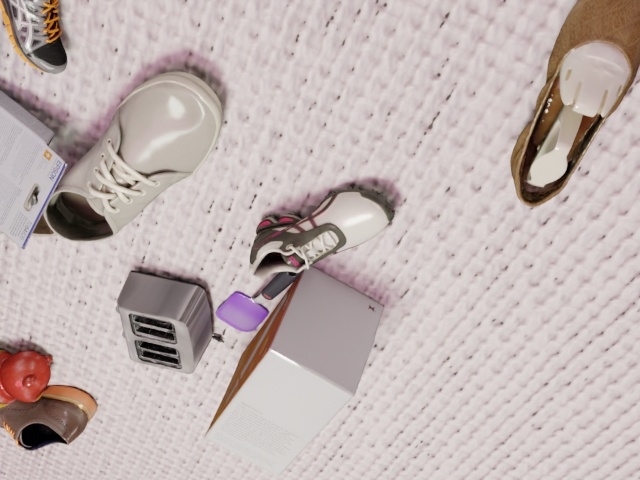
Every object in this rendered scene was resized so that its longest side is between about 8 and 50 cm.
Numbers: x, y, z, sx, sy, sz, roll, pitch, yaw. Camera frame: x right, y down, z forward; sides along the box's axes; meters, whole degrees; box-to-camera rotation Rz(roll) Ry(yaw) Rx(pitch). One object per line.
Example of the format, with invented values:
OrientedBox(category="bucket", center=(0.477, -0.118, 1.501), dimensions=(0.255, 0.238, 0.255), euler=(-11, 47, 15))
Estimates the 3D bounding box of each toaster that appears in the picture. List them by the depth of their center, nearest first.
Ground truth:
OrientedBox(category="toaster", center=(-0.296, 0.160, 1.806), dimensions=(0.185, 0.110, 0.168), euler=(11, 136, 12))

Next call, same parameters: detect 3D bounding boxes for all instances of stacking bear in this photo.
OrientedBox(category="stacking bear", center=(-0.745, 0.321, 2.114), dimensions=(0.289, 0.175, 0.164), euler=(-11, 109, 19))

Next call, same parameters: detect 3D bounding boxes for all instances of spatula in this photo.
OrientedBox(category="spatula", center=(-0.105, 0.104, 1.715), dimensions=(0.084, 0.030, 0.296), euler=(34, 146, -12))

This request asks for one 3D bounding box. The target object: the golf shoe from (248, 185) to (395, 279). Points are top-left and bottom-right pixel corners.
OrientedBox(category="golf shoe", center=(0.000, 0.000, 1.530), dimensions=(0.272, 0.120, 0.105), euler=(-19, 121, 33))

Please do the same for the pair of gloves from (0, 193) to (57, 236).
OrientedBox(category="pair of gloves", center=(-0.577, -0.097, 1.724), dimensions=(0.204, 0.042, 0.240), euler=(2, 131, 21))

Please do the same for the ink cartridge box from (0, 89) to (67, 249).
OrientedBox(category="ink cartridge box", center=(-0.550, -0.131, 1.613), dimensions=(0.224, 0.045, 0.223), euler=(40, 122, 3))

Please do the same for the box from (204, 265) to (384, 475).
OrientedBox(category="box", center=(-0.052, 0.246, 1.713), dimensions=(0.168, 0.215, 0.345), euler=(29, 135, -6))

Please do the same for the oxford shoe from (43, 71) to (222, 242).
OrientedBox(category="oxford shoe", center=(-0.317, -0.118, 1.539), dimensions=(0.169, 0.130, 0.449), euler=(43, 131, -17))

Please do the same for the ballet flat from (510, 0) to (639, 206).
OrientedBox(category="ballet flat", center=(0.333, -0.172, 1.226), dimensions=(0.116, 0.124, 0.342), euler=(21, 136, 1))

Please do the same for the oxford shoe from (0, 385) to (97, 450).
OrientedBox(category="oxford shoe", center=(-0.712, 0.421, 2.205), dimensions=(0.363, 0.133, 0.130), euler=(-6, 130, 27))

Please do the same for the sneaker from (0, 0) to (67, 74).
OrientedBox(category="sneaker", center=(-0.430, -0.348, 1.399), dimensions=(0.083, 0.084, 0.215), euler=(-5, 129, 19))
